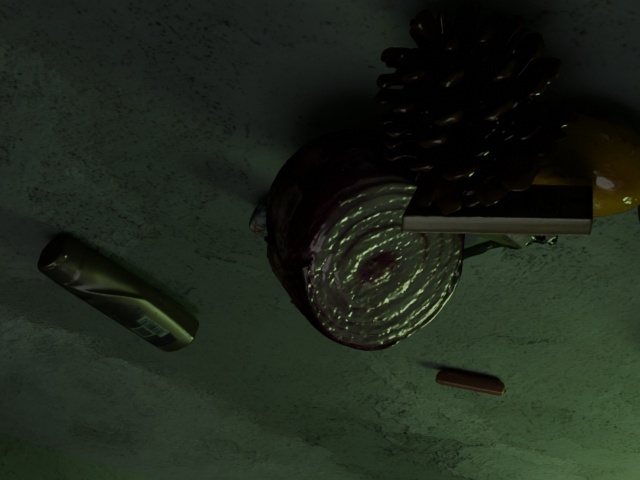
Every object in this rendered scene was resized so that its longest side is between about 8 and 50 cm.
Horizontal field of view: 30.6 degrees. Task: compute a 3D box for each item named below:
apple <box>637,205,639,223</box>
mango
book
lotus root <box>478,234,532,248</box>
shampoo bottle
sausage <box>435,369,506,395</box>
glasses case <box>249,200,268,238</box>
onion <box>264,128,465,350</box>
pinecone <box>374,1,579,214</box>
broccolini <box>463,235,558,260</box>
[{"bbox_3d":[0.514,-0.045,1.619,0.146,0.146,0.130,11,125,3],"label":"apple"},{"bbox_3d":[0.323,-0.105,1.614,0.317,0.119,0.176,2,151,30],"label":"mango"},{"bbox_3d":[0.227,-0.042,1.482,0.231,0.161,0.026,2,109,13],"label":"book"},{"bbox_3d":[0.242,-0.040,1.749,0.144,0.070,0.143,24,-174,-3],"label":"lotus root"},{"bbox_3d":[-0.395,0.106,2.285,0.126,0.084,0.350,-18,138,38],"label":"shampoo bottle"},{"bbox_3d":[0.308,0.290,2.383,0.147,0.035,0.030,9,-178,2],"label":"sausage"},{"bbox_3d":[0.000,0.000,1.968,0.248,0.065,0.087,25,150,-19],"label":"glasses case"},{"bbox_3d":[0.052,-0.024,1.722,0.282,0.260,0.336,-30,129,-3],"label":"onion"},{"bbox_3d":[0.184,-0.172,1.429,0.264,0.264,0.264,9,150,5],"label":"pinecone"},{"bbox_3d":[0.275,0.014,1.902,0.254,0.058,0.071,-26,90,44],"label":"broccolini"}]
